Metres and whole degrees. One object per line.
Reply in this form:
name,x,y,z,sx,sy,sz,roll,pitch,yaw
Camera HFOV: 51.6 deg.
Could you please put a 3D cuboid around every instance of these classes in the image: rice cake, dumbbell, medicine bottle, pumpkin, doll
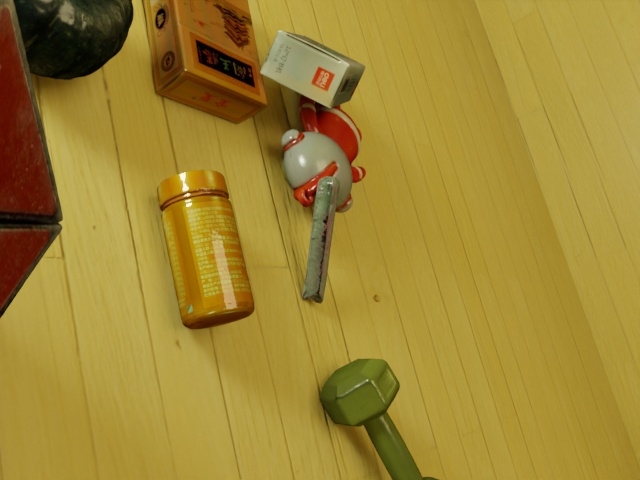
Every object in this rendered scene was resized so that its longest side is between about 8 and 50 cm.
rice cake,0.001,0.000,1.057,0.033,0.033,0.207,-9,109,-63
dumbbell,0.113,0.328,1.020,0.302,0.108,0.121,62,34,-5
medicine bottle,-0.151,0.013,0.866,0.096,0.096,0.192,5,65,-52
pumpkin,-0.318,-0.298,0.779,0.211,0.152,0.211,52,29,-45
doll,0.006,-0.148,1.185,0.200,0.105,0.336,51,28,-22

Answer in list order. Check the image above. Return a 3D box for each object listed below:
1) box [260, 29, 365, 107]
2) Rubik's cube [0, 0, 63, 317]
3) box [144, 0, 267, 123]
box,-0.006,-0.302,1.163,0.135,0.079,0.269,27,17,2
Rubik's cube,-0.349,-0.040,0.416,0.260,0.255,0.259,15,45,4
box,-0.187,-0.340,1.054,0.174,0.076,0.274,11,61,-49
